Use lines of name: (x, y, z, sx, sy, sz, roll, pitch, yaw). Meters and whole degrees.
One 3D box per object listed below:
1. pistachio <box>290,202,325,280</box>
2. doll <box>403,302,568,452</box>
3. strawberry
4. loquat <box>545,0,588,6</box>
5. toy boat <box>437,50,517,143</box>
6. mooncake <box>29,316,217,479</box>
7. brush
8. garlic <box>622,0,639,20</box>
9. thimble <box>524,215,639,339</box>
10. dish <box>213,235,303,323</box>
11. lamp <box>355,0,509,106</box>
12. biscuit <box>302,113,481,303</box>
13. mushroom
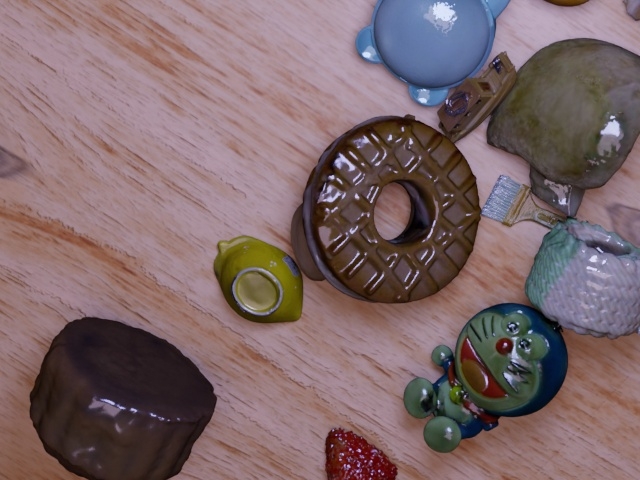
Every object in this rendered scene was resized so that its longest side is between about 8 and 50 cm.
pistachio: (0.000, 0.000, 1.900, 0.113, 0.113, 0.149, 8, 107, 3)
doll: (0.307, 0.233, 1.888, 0.322, 0.186, 0.199, -40, 65, 27)
strawberry: (0.075, 0.454, 1.998, 0.140, 0.085, 0.192, 1, 100, 6)
loquat: (0.406, -0.457, 1.762, 0.141, 0.141, 0.141, 1, 101, 4)
toy boat: (0.264, -0.242, 1.813, 0.200, 0.077, 0.057, -48, 59, 40)
mooncake: (-0.355, 0.290, 1.880, 0.324, 0.324, 0.187, 28, 107, -2)
brush: (0.403, -0.040, 1.909, 0.218, 0.010, 0.083, 24, 102, -1)
garlic: (0.645, -0.410, 1.709, 0.237, 0.292, 0.210, -4, 112, -35)
thimble: (0.471, 0.065, 1.818, 0.218, 0.219, 0.150, 18, 110, 1)
dish: (-0.116, 0.081, 1.939, 0.207, 0.080, 0.149, 41, 101, -6)
lamp: (0.207, -0.377, 1.786, 0.209, 0.147, 0.284, 38, 102, -9)
biscuit: (0.124, -0.047, 1.830, 0.332, 0.103, 0.332, -3, 98, -21)
mushroom: (0.414, -0.205, 1.790, 0.217, 0.212, 0.292, 30, 110, -4)
